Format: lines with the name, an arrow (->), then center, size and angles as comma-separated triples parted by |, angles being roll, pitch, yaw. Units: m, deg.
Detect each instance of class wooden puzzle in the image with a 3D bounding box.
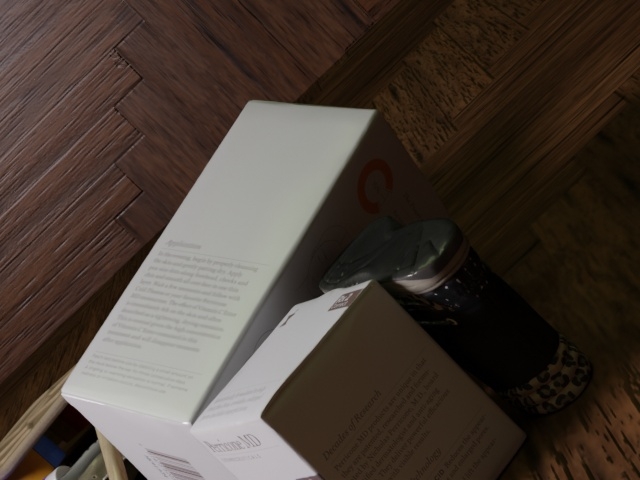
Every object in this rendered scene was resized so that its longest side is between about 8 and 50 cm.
wooden puzzle -> -0.401, 0.287, 2.549 | 0.348, 0.080, 0.322 | -47, 5, -39

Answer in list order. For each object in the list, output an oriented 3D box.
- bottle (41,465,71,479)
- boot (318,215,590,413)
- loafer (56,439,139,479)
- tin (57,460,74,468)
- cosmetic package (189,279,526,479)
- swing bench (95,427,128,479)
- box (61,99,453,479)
bottle -> -0.411, 0.396, 2.356 | 0.283, 0.092, 0.118 | -40, 11, 21
boot -> 0.105, 0.065, 1.498 | 0.085, 0.178, 0.236 | -51, 15, -15
loafer -> -0.276, 0.316, 2.238 | 0.251, 0.087, 0.094 | -39, -20, -32
tin -> -0.396, 0.368, 2.556 | 0.190, 0.040, 0.106 | -34, 11, 44
cosmetic package -> 0.028, 0.153, 1.449 | 0.151, 0.183, 0.151 | -50, 12, -25
swing bench -> -0.255, 0.344, 1.831 | 0.253, 0.165, 0.254 | -41, 21, 14
box -> -0.039, 0.072, 1.671 | 0.168, 0.215, 0.345 | 9, 57, 41
